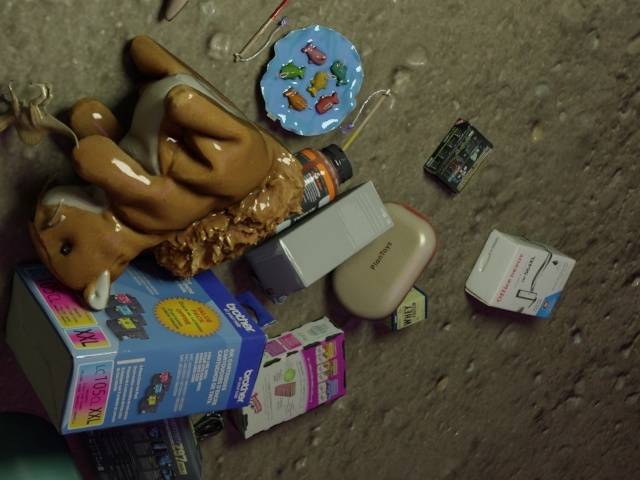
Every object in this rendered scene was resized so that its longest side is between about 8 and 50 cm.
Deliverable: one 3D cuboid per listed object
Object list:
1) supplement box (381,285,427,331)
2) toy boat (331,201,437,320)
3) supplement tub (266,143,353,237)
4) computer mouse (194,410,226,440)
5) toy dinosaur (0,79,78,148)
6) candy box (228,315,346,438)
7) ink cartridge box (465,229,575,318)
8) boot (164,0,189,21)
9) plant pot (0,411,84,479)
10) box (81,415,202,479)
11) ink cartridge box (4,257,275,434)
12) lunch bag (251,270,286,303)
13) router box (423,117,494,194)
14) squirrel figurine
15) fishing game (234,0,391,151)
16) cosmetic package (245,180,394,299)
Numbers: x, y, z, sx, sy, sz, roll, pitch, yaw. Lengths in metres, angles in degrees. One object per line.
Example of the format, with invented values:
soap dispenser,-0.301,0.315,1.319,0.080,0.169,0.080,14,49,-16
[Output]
supplement box,0.156,0.126,2.250,0.083,0.083,0.056,-19,123,-26
toy boat,0.126,0.046,2.168,0.231,0.151,0.151,-56,162,3
supplement tub,-0.041,-0.092,1.968,0.198,0.106,0.106,-31,129,-18
computer mouse,-0.252,0.293,2.063,0.184,0.060,0.262,-27,128,-21
toy dinosaur,-0.407,-0.181,1.636,0.053,0.183,0.093,-12,110,-65
candy box,-0.066,0.261,2.173,0.233,0.071,0.159,-20,125,-27
ink cartridge box,0.427,0.074,2.418,0.203,0.086,0.148,12,107,-41
boot,-0.226,-0.401,1.707,0.087,0.042,0.118,34,92,-36
plant pot,-0.506,0.468,1.858,0.293,0.235,0.293,-17,124,-27
box,-0.318,0.332,1.982,0.183,0.059,0.233,-7,125,5
ink cartridge box,-0.271,0.152,1.826,0.395,0.270,0.151,-2,121,-36
lunch bag,-0.088,0.067,2.046,0.053,0.071,0.083,-6,119,-35
router box,0.269,-0.163,2.200,0.122,0.038,0.092,-53,132,1
squirrel figurine,-0.238,-0.053,1.744,0.397,0.281,0.370,34,99,-40
fishing game,-0.012,-0.265,1.898,0.264,0.041,0.189,42,88,-27
cosmetic package,0.000,0.000,1.985,0.238,0.127,0.107,-31,95,-38
